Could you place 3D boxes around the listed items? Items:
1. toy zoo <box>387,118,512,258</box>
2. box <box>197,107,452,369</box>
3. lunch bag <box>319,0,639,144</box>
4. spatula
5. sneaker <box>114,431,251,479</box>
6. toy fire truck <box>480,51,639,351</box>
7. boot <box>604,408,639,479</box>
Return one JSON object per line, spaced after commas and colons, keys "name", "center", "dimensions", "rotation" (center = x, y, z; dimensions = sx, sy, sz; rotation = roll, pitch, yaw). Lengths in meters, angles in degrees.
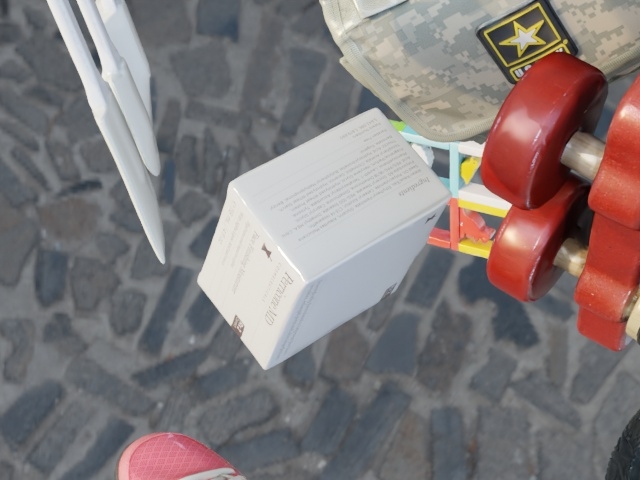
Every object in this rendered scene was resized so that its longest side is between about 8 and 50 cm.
{"name": "toy zoo", "center": [0.197, -0.070, 1.798], "dimensions": [0.293, 0.192, 0.030], "rotation": [15, 41, 24]}
{"name": "box", "center": [0.000, 0.000, 1.156], "dimensions": [0.182, 0.181, 0.119], "rotation": [-30, 71, -29]}
{"name": "lunch bag", "center": [0.154, -0.182, 0.905], "dimensions": [0.287, 0.235, 0.169], "rotation": [-3, 69, -66]}
{"name": "spatula", "center": [-0.121, -0.127, 0.599], "dimensions": [0.019, 0.242, 0.168], "rotation": [-16, 34, 5]}
{"name": "sneaker", "center": [-0.052, 0.223, 0.932], "dimensions": [0.116, 0.136, 0.314], "rotation": [-15, 38, -33]}
{"name": "toy fire truck", "center": [0.247, -0.058, 0.824], "dimensions": [0.169, 0.302, 0.254], "rotation": [32, 69, 24]}
{"name": "boot", "center": [0.465, 0.332, 1.550], "dimensions": [0.207, 0.094, 0.246], "rotation": [36, 46, 0]}
